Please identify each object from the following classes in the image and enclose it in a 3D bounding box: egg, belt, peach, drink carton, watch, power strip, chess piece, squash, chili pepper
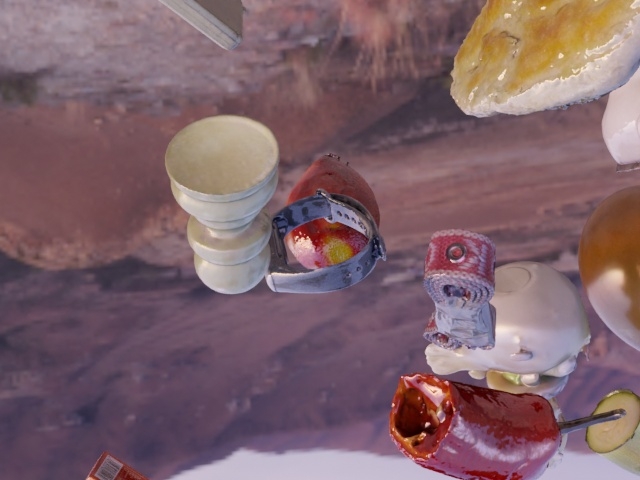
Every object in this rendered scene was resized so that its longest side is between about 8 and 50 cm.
[{"bbox_3d":[0.626,0.062,2.019,0.282,0.351,0.282,-34,164,-11],"label":"egg"},{"bbox_3d":[0.130,0.053,1.018,0.071,0.053,0.232,9,161,9],"label":"belt"},{"bbox_3d":[0.021,-0.069,2.159,0.189,0.279,0.068,-2,150,-3],"label":"peach"},{"bbox_3d":[-0.284,0.444,1.789,0.223,0.096,0.071,33,-150,-3],"label":"drink carton"},{"bbox_3d":[0.000,0.000,1.765,0.193,0.206,0.068,-15,128,1],"label":"watch"},{"bbox_3d":[-0.143,-0.256,1.095,0.028,0.076,0.169,-34,128,30],"label":"power strip"},{"bbox_3d":[-0.118,-0.028,1.471,0.144,0.144,0.251,-5,140,-2],"label":"chess piece"},{"bbox_3d":[0.527,0.328,1.804,0.186,0.123,0.123,33,154,-26],"label":"squash"},{"bbox_3d":[0.250,0.265,1.498,0.338,0.131,0.134,15,170,-36],"label":"chili pepper"}]

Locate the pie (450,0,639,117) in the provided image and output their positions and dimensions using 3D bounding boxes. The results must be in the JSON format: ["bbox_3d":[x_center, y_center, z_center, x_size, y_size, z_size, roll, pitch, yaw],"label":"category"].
[{"bbox_3d":[0.227,-0.262,1.026,0.075,0.337,0.337,20,160,-30],"label":"pie"}]

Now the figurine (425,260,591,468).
[{"bbox_3d":[0.316,0.223,1.844,0.274,0.394,0.226,-4,-147,20],"label":"figurine"}]

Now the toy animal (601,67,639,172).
[{"bbox_3d":[0.437,-0.261,1.560,0.183,0.310,0.247,-11,-162,48],"label":"toy animal"}]
